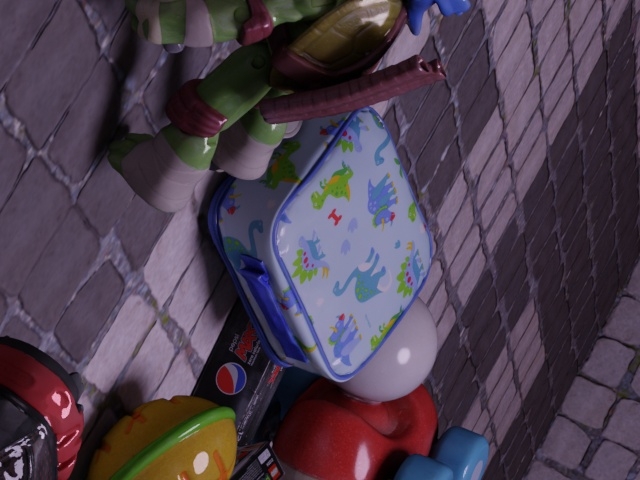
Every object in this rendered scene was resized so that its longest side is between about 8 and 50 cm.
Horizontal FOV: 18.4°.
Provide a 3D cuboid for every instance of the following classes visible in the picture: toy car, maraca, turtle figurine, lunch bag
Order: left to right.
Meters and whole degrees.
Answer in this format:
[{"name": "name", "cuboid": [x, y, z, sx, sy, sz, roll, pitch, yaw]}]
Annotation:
[{"name": "maraca", "cuboid": [-0.142, 0.193, 1.585, 0.186, 0.099, 0.127, -41, 162, 12]}, {"name": "turtle figurine", "cuboid": [-0.057, -0.166, 1.327, 0.266, 0.275, 0.197, -53, -164, 37]}, {"name": "lunch bag", "cuboid": [0.000, 0.000, 1.645, 0.176, 0.090, 0.219, -54, 140, -28]}, {"name": "toy car", "cuboid": [0.052, 0.116, 1.832, 0.210, 0.219, 0.238, -22, 130, -65]}]

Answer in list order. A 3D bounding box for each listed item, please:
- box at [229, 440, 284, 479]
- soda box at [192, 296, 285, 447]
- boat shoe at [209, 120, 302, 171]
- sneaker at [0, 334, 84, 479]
[{"name": "box", "cuboid": [-0.128, 0.243, 1.664, 0.207, 0.114, 0.036, -42, 109, -51]}, {"name": "soda box", "cuboid": [-0.058, 0.097, 1.753, 0.169, 0.053, 0.060, -64, 163, -1]}, {"name": "boat shoe", "cuboid": [-0.053, -0.087, 1.547, 0.046, 0.038, 0.125, 61, 34, -15]}, {"name": "sneaker", "cuboid": [-0.222, 0.194, 1.345, 0.135, 0.098, 0.276, -51, 156, -38]}]
